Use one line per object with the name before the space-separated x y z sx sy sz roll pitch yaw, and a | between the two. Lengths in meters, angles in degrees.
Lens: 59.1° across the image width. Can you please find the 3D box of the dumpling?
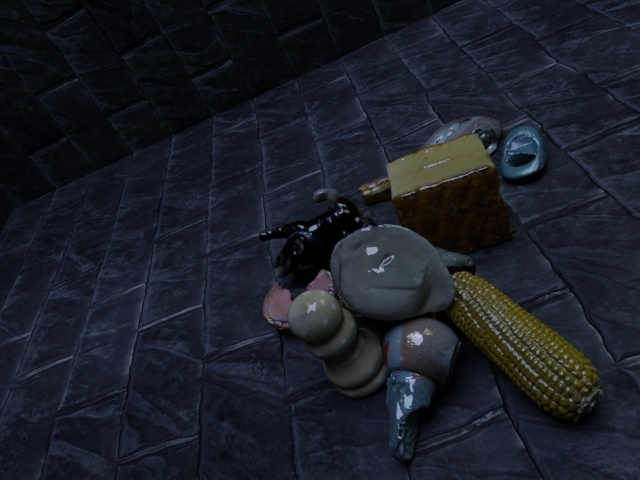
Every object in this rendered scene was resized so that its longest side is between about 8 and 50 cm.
dumpling | 0.154 0.065 1.257 0.244 0.226 0.175 -4 25 -9

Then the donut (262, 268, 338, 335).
donut | -0.055 0.187 1.617 0.233 0.085 0.199 -13 38 19

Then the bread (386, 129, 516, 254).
bread | 0.353 -0.112 1.560 0.279 0.279 0.207 -21 39 15

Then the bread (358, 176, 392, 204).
bread | 0.198 -0.168 1.893 0.132 0.074 0.053 -19 48 15

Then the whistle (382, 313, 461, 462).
whistle | 0.198 0.306 1.245 0.189 0.189 0.347 3 58 36

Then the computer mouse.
computer mouse | 0.434 -0.316 1.886 0.389 0.115 0.199 -33 33 -8

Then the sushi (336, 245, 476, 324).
sushi | 0.224 0.104 1.448 0.349 0.207 0.234 8 13 25

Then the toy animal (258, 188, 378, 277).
toy animal | 0.000 0.000 1.719 0.344 0.194 0.303 -38 31 -5

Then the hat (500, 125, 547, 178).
hat | 0.623 -0.254 1.722 0.138 0.078 0.190 -8 59 38

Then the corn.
corn | 0.412 0.213 1.191 0.144 0.144 0.387 -36 50 -11

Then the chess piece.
chess piece | 0.032 0.227 1.316 0.167 0.299 0.167 -24 38 20
